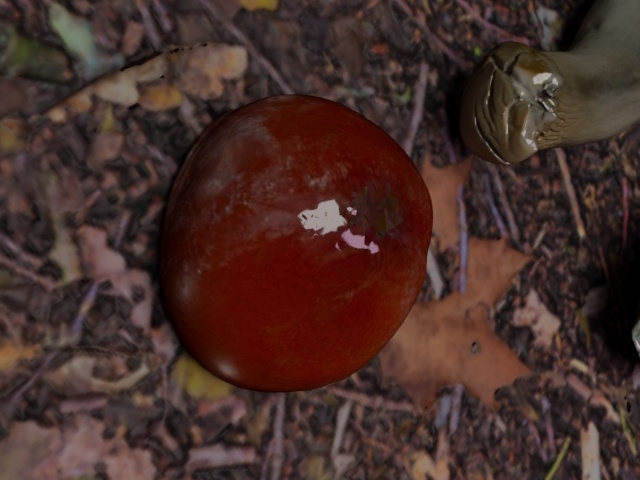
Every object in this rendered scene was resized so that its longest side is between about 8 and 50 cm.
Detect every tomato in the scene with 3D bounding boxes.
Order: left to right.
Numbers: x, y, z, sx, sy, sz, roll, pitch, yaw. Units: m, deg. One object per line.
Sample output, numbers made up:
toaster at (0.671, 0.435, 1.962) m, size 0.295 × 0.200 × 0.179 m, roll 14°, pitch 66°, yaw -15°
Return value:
tomato at (0.000, 0.000, 0.468) m, size 0.139 × 0.091 × 0.159 m, roll 33°, pitch 72°, yaw -26°

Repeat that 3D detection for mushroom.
mushroom at (0.175, -0.107, 0.601) m, size 0.223 × 0.081 × 0.092 m, roll -32°, pitch 122°, yaw -29°

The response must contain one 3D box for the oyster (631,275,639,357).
oyster at (0.301, -0.005, 0.669) m, size 0.199 × 0.087 × 0.252 m, roll 32°, pitch 77°, yaw -38°
